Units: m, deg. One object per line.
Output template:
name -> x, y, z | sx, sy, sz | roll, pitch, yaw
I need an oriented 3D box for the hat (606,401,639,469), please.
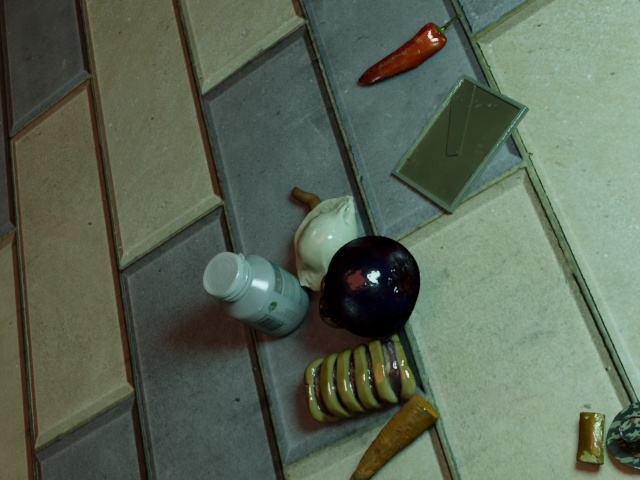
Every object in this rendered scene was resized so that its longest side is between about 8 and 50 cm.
hat -> 0.494, 0.294, 1.564 | 0.121, 0.050, 0.121 | -16, 58, 28

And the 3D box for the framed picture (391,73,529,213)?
framed picture -> 0.269, -0.193, 1.995 | 0.184, 0.016, 0.250 | 37, 93, 42

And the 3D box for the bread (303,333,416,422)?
bread -> 0.071, 0.254, 1.885 | 0.225, 0.081, 0.134 | -24, 55, 27

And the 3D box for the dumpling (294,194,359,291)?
dumpling -> 0.002, -0.001, 2.043 | 0.155, 0.111, 0.181 | 5, 50, 42

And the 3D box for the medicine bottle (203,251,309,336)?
medicine bottle -> -0.131, 0.101, 2.021 | 0.135, 0.215, 0.135 | -17, 59, 30

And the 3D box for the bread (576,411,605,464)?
bread -> 0.431, 0.314, 1.613 | 0.047, 0.036, 0.083 | -15, 60, 49

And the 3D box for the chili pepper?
chili pepper -> 0.186, -0.390, 2.123 | 0.272, 0.071, 0.063 | -31, 92, 28

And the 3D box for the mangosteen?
mangosteen -> 0.081, 0.092, 1.899 | 0.230, 0.194, 0.194 | -25, 53, 51

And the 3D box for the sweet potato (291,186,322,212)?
sweet potato -> -0.013, -0.071, 2.136 | 0.044, 0.044, 0.179 | -48, 50, 9

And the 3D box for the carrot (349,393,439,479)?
carrot -> 0.121, 0.366, 1.815 | 0.209, 0.061, 0.061 | -48, 49, 13
